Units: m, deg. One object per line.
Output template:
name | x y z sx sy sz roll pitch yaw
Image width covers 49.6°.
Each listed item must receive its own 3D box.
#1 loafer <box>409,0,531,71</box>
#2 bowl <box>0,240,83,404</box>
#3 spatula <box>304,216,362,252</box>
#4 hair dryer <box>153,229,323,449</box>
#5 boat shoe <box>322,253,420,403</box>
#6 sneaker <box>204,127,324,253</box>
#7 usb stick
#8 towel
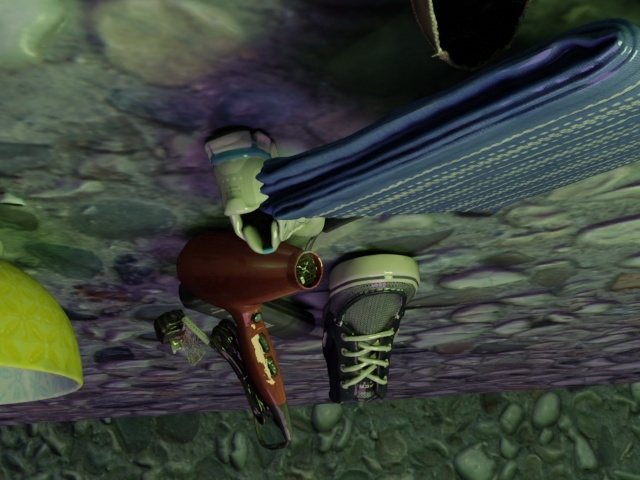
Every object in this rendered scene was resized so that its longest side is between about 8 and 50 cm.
loafer | 0.086 -0.155 0.265 0.094 0.087 0.251 -4 160 -2
bowl | -0.389 0.073 0.701 0.289 0.156 0.289 -4 160 -1
spatula | 0.000 0.000 0.734 0.030 0.084 0.296 47 138 -5
hair dryer | -0.070 0.087 0.748 0.080 0.223 0.293 -41 167 -39
boat shoe | 0.069 0.138 0.965 0.127 0.158 0.340 -3 160 -4
sneaker | -0.045 -0.022 0.617 0.071 0.083 0.191 -13 160 19
usb stick | -0.096 0.099 0.992 0.077 0.045 0.278 -12 158 23
towel | 0.145 -0.068 0.486 0.243 0.040 0.336 -20 171 39
